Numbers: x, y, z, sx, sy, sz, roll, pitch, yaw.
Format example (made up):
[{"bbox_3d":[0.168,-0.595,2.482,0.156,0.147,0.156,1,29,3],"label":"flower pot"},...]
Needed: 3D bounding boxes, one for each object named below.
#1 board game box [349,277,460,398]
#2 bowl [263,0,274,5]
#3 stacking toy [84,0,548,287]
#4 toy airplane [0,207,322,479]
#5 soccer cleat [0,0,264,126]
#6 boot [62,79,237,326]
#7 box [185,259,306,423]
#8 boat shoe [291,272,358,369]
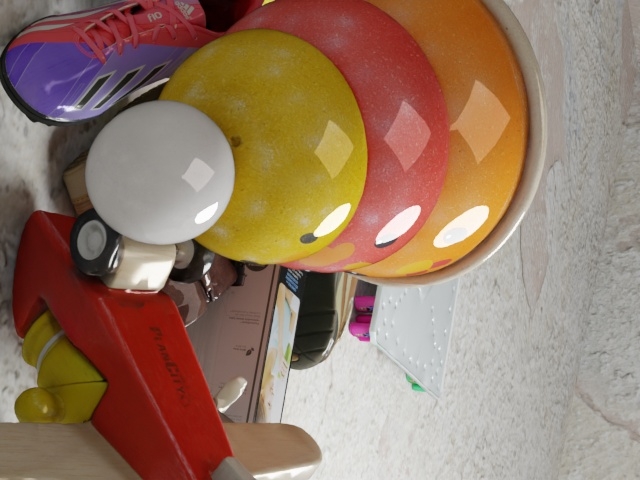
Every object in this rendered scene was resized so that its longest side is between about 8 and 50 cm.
[{"bbox_3d":[0.156,0.028,2.504,0.390,0.050,0.390,45,52,-63],"label":"board game box"},{"bbox_3d":[-0.073,-0.371,1.614,0.289,0.156,0.290,-11,104,-51],"label":"bowl"},{"bbox_3d":[-0.043,-0.084,1.375,0.480,0.350,0.351,-20,112,-53],"label":"stacking toy"},{"bbox_3d":[-0.174,0.191,1.369,0.386,0.272,0.384,42,29,-16],"label":"toy airplane"},{"bbox_3d":[-0.177,-0.195,1.458,0.318,0.116,0.109,-28,88,-53],"label":"soccer cleat"},{"bbox_3d":[-0.147,-0.046,1.597,0.248,0.090,0.207,-48,116,-38],"label":"boot"},{"bbox_3d":[-0.122,0.120,1.657,0.087,0.169,0.290,48,48,-64],"label":"box"},{"bbox_3d":[0.000,0.000,1.907,0.120,0.122,0.324,16,87,-73],"label":"boat shoe"}]
